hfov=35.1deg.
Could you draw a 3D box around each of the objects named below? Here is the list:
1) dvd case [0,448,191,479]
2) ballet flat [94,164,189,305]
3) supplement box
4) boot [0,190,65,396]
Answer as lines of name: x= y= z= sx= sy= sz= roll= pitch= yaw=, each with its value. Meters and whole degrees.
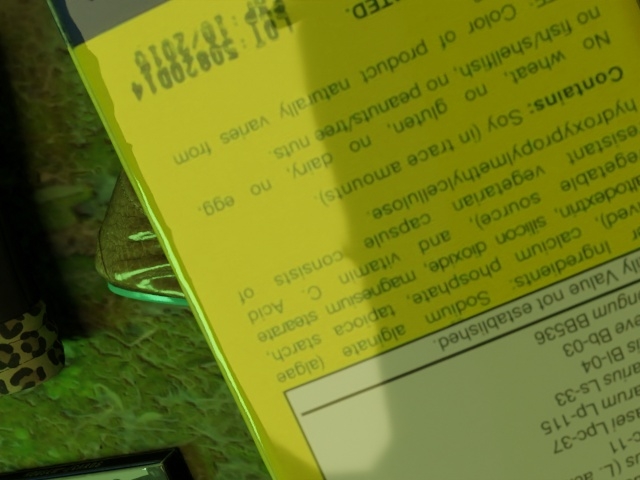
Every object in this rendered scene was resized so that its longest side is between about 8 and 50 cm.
dvd case: x=-0.190 y=0.282 z=0.906 sx=0.238 sy=0.029 sz=0.179 roll=-14 pitch=105 yaw=31
ballet flat: x=0.000 y=0.000 z=0.649 sx=0.342 sy=0.116 sz=0.124 roll=13 pitch=110 yaw=27
supplement box: x=0.063 y=0.013 z=0.461 sx=0.194 sy=0.195 sz=0.357 roll=-22 pitch=99 yaw=9
boot: x=-0.386 y=-0.001 z=0.823 sx=0.377 sy=0.138 sz=0.284 roll=-10 pitch=107 yaw=24
